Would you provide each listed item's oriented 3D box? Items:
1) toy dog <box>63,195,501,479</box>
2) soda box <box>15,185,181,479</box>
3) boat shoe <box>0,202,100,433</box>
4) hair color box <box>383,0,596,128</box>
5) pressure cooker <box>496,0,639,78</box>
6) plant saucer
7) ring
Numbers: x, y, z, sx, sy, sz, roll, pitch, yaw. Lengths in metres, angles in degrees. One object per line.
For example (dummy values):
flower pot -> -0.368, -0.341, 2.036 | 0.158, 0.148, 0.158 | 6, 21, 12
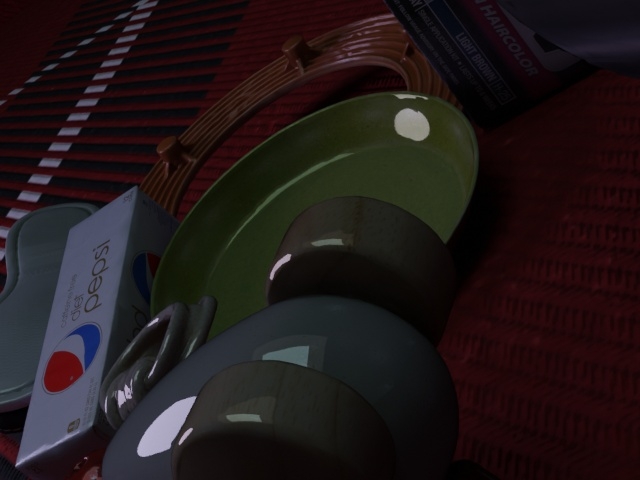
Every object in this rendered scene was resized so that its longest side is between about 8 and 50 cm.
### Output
toy dog -> -0.025, 0.125, 0.643 | 0.220, 0.161, 0.334 | -55, 11, -27
soda box -> -0.138, 0.069, 0.928 | 0.074, 0.069, 0.216 | -29, 36, 28
boat shoe -> -0.206, 0.070, 1.079 | 0.114, 0.091, 0.302 | -7, 26, 7
hair color box -> 0.201, -0.235, 0.881 | 0.347, 0.174, 0.105 | -30, 24, 26
pressure cooker -> 0.226, -0.228, 0.515 | 0.420, 0.370, 0.375 | -142, 69, -80
plant saucer -> 0.000, 0.000, 0.888 | 0.241, 0.037, 0.241 | -23, 36, 18
ring -> -0.031, -0.074, 1.083 | 0.337, 0.032, 0.336 | -27, 30, 17
